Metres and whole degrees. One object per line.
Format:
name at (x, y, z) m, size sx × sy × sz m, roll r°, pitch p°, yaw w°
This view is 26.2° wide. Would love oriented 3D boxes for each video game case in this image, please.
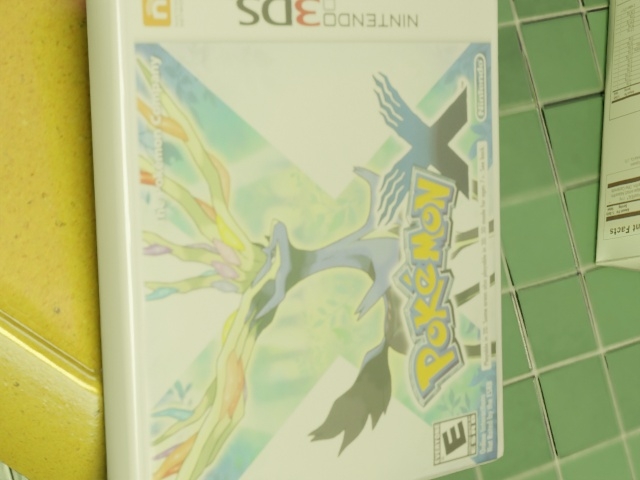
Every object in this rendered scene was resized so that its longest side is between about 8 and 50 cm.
video game case at (0.000, 0.000, 0.835) m, size 0.300 × 0.036 × 0.329 m, roll -7°, pitch 99°, yaw -40°

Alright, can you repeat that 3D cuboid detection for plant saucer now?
plant saucer at (-0.168, -0.063, 0.804) m, size 0.333 × 0.081 × 0.333 m, roll 37°, pitch 70°, yaw -19°

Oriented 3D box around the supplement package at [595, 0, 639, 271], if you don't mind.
supplement package at (0.341, -0.106, 0.994) m, size 0.199 × 0.198 × 0.263 m, roll 10°, pitch 80°, yaw -26°
